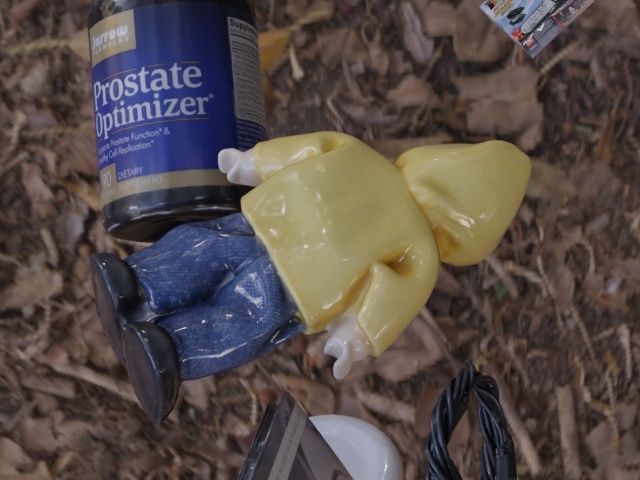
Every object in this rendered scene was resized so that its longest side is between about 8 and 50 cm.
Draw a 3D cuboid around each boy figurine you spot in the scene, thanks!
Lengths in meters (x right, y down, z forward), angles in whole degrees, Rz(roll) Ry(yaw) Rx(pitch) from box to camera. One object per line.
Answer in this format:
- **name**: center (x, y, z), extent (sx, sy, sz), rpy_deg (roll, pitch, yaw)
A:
- **boy figurine**: center (0.000, 0.000, 0.848), extent (0.285, 0.092, 0.177), rpy_deg (-24, 59, -21)

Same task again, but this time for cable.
- **cable**: center (0.166, 0.229, 1.548), extent (0.047, 0.150, 0.184), rpy_deg (-7, 86, 42)

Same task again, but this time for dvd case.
- **dvd case**: center (0.028, 0.203, 0.767), extent (0.018, 0.164, 0.221), rpy_deg (-34, 99, 15)

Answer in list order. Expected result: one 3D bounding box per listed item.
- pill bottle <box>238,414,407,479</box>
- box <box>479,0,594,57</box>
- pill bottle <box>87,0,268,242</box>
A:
- **pill bottle**: center (0.032, 0.416, 1.746), extent (0.210, 0.363, 0.210), rpy_deg (-10, 38, 8)
- **box**: center (0.235, -0.256, 1.359), extent (0.137, 0.027, 0.094), rpy_deg (-43, 38, 8)
- **pill bottle**: center (-0.102, -0.115, 0.968), extent (0.123, 0.123, 0.219), rpy_deg (-7, 81, 3)
